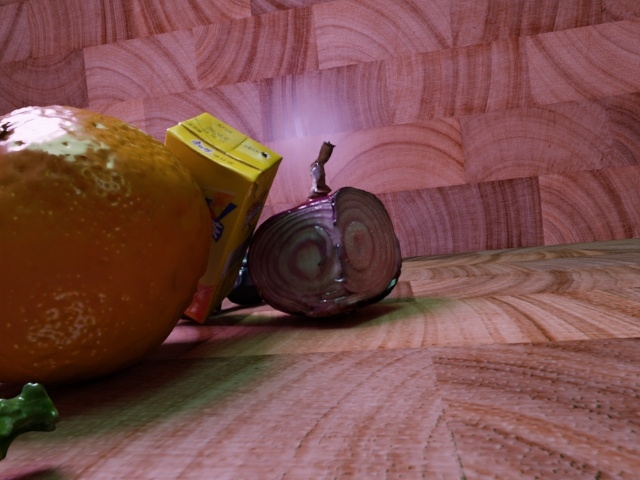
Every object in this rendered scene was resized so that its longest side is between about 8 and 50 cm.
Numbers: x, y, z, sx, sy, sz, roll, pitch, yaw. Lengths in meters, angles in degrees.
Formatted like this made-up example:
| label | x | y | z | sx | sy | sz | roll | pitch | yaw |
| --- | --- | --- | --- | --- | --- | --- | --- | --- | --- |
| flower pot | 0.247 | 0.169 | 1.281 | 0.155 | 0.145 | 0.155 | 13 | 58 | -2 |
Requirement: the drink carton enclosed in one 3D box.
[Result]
| label | x | y | z | sx | sy | sz | roll | pitch | yaw |
| --- | --- | --- | --- | --- | --- | --- | --- | --- | --- |
| drink carton | -0.203 | -0.024 | 0.749 | 0.155 | 0.351 | 0.111 | 31 | 39 | 3 |

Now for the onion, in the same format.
| label | x | y | z | sx | sy | sz | roll | pitch | yaw |
| --- | --- | --- | --- | --- | --- | --- | --- | --- | --- |
| onion | 0.000 | 0.031 | 0.794 | 0.230 | 0.272 | 0.256 | -21 | -38 | 34 |

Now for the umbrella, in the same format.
| label | x | y | z | sx | sy | sz | roll | pitch | yaw |
| --- | --- | --- | --- | --- | --- | --- | --- | --- | --- |
| umbrella | -0.207 | 0.099 | 0.979 | 0.272 | 0.122 | 0.110 | -17 | -14 | -42 |

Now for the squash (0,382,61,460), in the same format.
| label | x | y | z | sx | sy | sz | roll | pitch | yaw |
| --- | --- | --- | --- | --- | --- | --- | --- | --- | --- |
| squash | -0.320 | 0.126 | 0.158 | 0.107 | 0.107 | 0.395 | -5 | 0 | 40 |

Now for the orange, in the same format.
| label | x | y | z | sx | sy | sz | roll | pitch | yaw |
| --- | --- | --- | --- | --- | --- | --- | --- | --- | --- |
| orange | -0.291 | 0.012 | 0.541 | 0.293 | 0.340 | 0.341 | 22 | -11 | -22 |
